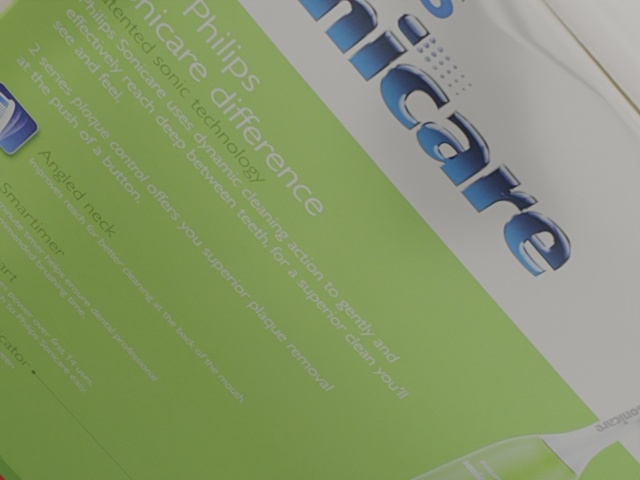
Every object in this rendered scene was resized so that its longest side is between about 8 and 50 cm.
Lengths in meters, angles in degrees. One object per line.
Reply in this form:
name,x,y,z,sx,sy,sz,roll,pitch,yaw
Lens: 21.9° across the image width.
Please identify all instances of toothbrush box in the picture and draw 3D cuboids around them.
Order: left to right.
toothbrush box,0.000,0.000,0.467,0.206,0.122,0.283,48,-46,-8
